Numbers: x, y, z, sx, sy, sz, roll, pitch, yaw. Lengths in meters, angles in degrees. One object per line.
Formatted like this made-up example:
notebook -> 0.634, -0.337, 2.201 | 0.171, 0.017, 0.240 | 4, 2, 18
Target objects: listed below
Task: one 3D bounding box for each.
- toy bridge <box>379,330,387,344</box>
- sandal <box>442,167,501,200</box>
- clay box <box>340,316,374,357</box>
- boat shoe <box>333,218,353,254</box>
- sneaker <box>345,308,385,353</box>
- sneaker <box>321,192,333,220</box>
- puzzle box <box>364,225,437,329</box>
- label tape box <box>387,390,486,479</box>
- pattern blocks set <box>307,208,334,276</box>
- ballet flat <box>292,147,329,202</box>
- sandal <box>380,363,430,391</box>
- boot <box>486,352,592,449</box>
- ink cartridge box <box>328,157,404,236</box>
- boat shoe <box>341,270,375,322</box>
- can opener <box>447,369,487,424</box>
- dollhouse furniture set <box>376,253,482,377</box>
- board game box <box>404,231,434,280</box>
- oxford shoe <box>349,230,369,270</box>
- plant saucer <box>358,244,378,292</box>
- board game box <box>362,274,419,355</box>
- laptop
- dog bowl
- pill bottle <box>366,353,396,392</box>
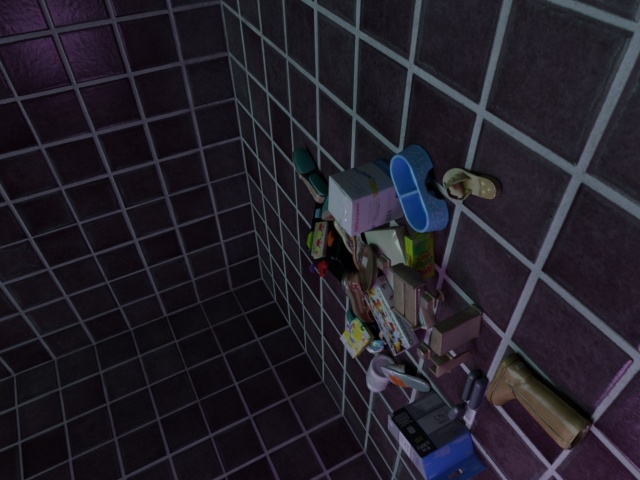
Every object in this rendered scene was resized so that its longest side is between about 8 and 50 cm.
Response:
toy bridge -> 0.303, 0.424, 2.204 | 0.026, 0.063, 0.188 | 55, 157, 36
sandal -> 0.394, -0.151, 1.350 | 0.240, 0.079, 0.088 | 25, 132, 64
clay box -> 0.182, 0.467, 2.330 | 0.127, 0.053, 0.222 | 55, 141, 23
boat shoe -> 0.143, -0.020, 2.134 | 0.073, 0.080, 0.223 | -23, 107, 42
sneaker -> 0.232, 0.435, 2.392 | 0.275, 0.107, 0.110 | 47, 137, 32
sneaker -> 0.086, -0.178, 2.106 | 0.302, 0.108, 0.121 | -22, 68, 60
puzzle box -> 0.313, 0.143, 1.910 | 0.272, 0.052, 0.409 | -2, 108, 69
label tape box -> 0.459, 0.792, 1.895 | 0.333, 0.241, 0.106 | 46, 148, 48
pattern blocks set -> 0.000, 0.000, 2.326 | 0.285, 0.026, 0.324 | -161, 82, -66
ballet flat -> -0.056, -0.312, 2.359 | 0.316, 0.108, 0.106 | 63, 159, 21
sandal -> 0.394, 0.609, 2.153 | 0.265, 0.076, 0.102 | 6, 132, 46
boot -> 0.619, 0.495, 1.392 | 0.269, 0.089, 0.236 | 49, 152, 43
ink cartridge box -> 0.166, -0.158, 1.722 | 0.168, 0.233, 0.171 | 52, 154, 40
boat shoe -> 0.204, 0.265, 2.202 | 0.324, 0.120, 0.122 | 60, -147, -37
can opener -> 0.532, 0.576, 1.717 | 0.074, 0.093, 0.280 | 52, 150, 42
dollhouse furniture set -> 0.367, 0.231, 1.660 | 0.355, 0.174, 0.303 | 44, 148, 49
board game box -> 0.347, 0.055, 1.666 | 0.043, 0.092, 0.181 | 39, 145, 53
oxford shoe -> 0.196, 0.043, 2.065 | 0.098, 0.097, 0.271 | 0, 110, 62
plant saucer -> 0.200, 0.117, 1.967 | 0.198, 0.036, 0.198 | -175, 90, -80
board game box -> 0.287, 0.316, 1.995 | 0.305, 0.053, 0.193 | 63, 159, 18
laptop -> 0.112, 0.031, 2.392 | 0.382, 0.236, 0.408 | -164, 84, -66
dog bowl -> 0.315, -0.161, 1.561 | 0.297, 0.074, 0.166 | 70, 161, -3
pill bottle -> 0.295, 0.668, 2.371 | 0.131, 0.131, 0.229 | 58, 158, 30
